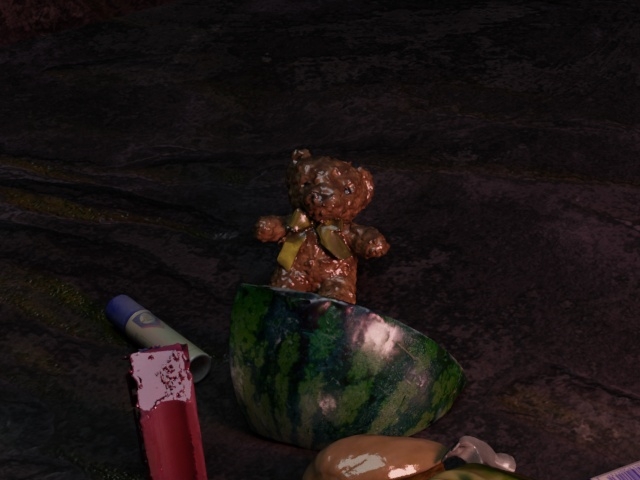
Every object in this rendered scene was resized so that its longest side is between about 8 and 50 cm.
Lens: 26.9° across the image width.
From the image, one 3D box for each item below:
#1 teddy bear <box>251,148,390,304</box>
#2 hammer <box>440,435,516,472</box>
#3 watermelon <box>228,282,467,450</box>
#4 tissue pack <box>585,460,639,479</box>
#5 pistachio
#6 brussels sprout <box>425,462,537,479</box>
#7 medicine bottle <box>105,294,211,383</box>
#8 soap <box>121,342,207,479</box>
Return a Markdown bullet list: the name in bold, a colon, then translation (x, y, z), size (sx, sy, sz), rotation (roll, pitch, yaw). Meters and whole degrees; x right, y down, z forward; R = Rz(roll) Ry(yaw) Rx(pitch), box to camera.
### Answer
- **teddy bear**: translation (-0.002, 0.004, 2.348), size (0.246, 0.222, 0.296), rotation (7, 36, 10)
- **hammer**: translation (0.259, 0.371, 1.895), size (0.159, 0.041, 0.226), rotation (27, 25, -41)
- **watermelon**: translation (0.028, 0.230, 2.092), size (0.292, 0.319, 0.222), rotation (12, 71, 31)
- **tissue pack**: translation (0.512, 0.391, 1.830), size (0.270, 0.137, 0.209), rotation (-17, 37, -15)
- **pistachio**: translation (0.085, 0.341, 1.942), size (0.226, 0.135, 0.136), rotation (-5, 34, -14)
- **brussels sprout**: translation (0.182, 0.427, 1.644), size (0.355, 0.281, 0.289), rotation (8, 36, -46)
- **medicine bottle**: translation (-0.278, 0.165, 2.272), size (0.059, 0.059, 0.231), rotation (-28, 43, -33)
- **soap**: translation (-0.228, 0.261, 1.962), size (0.099, 0.250, 0.162), rotation (-9, 37, -6)
